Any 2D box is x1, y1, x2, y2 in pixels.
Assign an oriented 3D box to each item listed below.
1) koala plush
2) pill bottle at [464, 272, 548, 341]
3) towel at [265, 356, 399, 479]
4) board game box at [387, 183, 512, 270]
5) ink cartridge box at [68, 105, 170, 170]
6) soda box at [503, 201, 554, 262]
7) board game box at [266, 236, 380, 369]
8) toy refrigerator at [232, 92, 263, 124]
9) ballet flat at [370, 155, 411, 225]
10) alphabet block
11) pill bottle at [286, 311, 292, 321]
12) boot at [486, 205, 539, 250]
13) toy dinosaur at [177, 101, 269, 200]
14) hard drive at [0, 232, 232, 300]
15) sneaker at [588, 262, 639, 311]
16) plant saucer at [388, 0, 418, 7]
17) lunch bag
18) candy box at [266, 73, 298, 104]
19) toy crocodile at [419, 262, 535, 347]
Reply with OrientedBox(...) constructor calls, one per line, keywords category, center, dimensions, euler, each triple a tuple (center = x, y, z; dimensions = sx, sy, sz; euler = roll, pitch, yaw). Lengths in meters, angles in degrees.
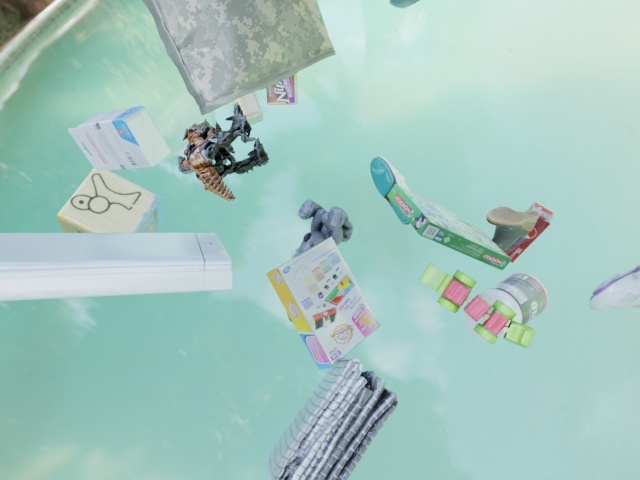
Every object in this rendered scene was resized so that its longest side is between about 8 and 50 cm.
OrientedBox(category="koala plush", center=(0.000, 0.000, 1.717), dimensions=(0.196, 0.203, 0.221), euler=(18, 69, 37))
OrientedBox(category="pill bottle", center=(0.608, 0.220, 1.530), dimensions=(0.283, 0.161, 0.161), euler=(-18, 24, -39))
OrientedBox(category="towel", center=(0.017, 0.372, 0.916), dimensions=(0.283, 0.121, 0.235), euler=(-52, -3, -16))
OrientedBox(category="board game box", center=(0.353, -0.036, 1.286), dimensions=(0.046, 0.317, 0.213), euler=(-58, 30, 20))
OrientedBox(category="ink cartridge box", center=(-0.398, -0.198, 0.920), dimensions=(0.180, 0.104, 0.060), euler=(3, 43, 31))
OrientedBox(category="soda box", center=(0.825, -0.029, 1.897), dimensions=(0.092, 0.263, 0.083), euler=(33, 49, 9))
OrientedBox(category="board game box", center=(0.015, 0.177, 1.373), dimensions=(0.242, 0.316, 0.064), euler=(-29, 1, -41))
OrientedBox(category="toy refrigerator", center=(-0.308, -0.572, 1.750), dimensions=(0.094, 0.269, 0.102), euler=(-21, 3, -6))
OrientedBox(category="ballet flat", center=(0.358, -0.225, 2.149), dimensions=(0.139, 0.139, 0.400), euler=(-32, 59, 10))
OrientedBox(category="alphabet block", center=(-0.585, -0.059, 1.324), dimensions=(0.192, 0.197, 0.193), euler=(-65, 6, -30))
OrientedBox(category="pill bottle", center=(-0.089, 0.200, 1.809), dimensions=(0.123, 0.219, 0.123), euler=(-11, 21, 4))
OrientedBox(category="boot", center=(0.686, -0.029, 1.761), dimensions=(0.207, 0.248, 0.090), euler=(115, 145, -44))
OrientedBox(category="toy dinosaur", center=(-0.252, -0.205, 1.175), dimensions=(0.218, 0.164, 0.322), euler=(-27, 69, 2))
OrientedBox(category="hard drive", center=(-0.311, 0.026, 0.625), dimensions=(0.353, 0.047, 0.233), euler=(-1, 10, -18))
OrientedBox(category="sneaker", center=(0.821, 0.145, 1.197), dimensions=(0.114, 0.305, 0.152), euler=(-31, 75, -23))
OrientedBox(category="plant saucer", center=(0.364, -0.801, 1.441), dimensions=(0.318, 0.043, 0.317), euler=(-27, 17, 9))
OrientedBox(category="lunch bag", center=(-0.150, -0.378, 0.817), dimensions=(0.287, 0.235, 0.169), euler=(-35, 25, -28))
OrientedBox(category="candy box", center=(-0.140, -0.587, 1.686), dimensions=(0.109, 0.186, 0.053), euler=(4, 18, 11))
OrientedBox(category="toy crocodile", center=(0.431, 0.182, 1.305), dimensions=(0.340, 0.105, 0.115), euler=(39, 97, 19))
